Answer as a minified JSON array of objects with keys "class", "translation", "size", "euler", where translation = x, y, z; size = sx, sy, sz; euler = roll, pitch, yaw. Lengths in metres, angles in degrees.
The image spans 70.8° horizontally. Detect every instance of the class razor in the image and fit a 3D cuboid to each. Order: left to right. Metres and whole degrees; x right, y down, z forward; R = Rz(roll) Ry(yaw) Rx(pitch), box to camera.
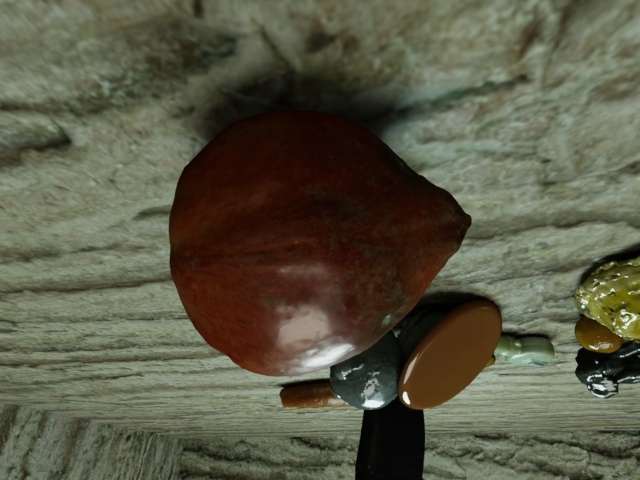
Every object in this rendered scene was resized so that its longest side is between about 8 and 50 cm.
[{"class":"razor","translation":[0.170,0.442,1.081],"size":[0.189,0.326,0.107],"euler":[22,151,-33]}]

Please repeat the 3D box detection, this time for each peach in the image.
[{"class":"peach","translation":[0.000,0.000,0.407],"size":[0.257,0.232,0.232],"euler":[-4,152,30]}]

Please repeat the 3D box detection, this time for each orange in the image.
[{"class":"orange","translation":[0.523,0.175,0.848],"size":[0.085,0.085,0.085],"euler":[1,150,0]}]

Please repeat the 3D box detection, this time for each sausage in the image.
[{"class":"sausage","translation":[-0.002,0.482,1.405],"size":[0.302,0.076,0.103],"euler":[-14,155,26]}]

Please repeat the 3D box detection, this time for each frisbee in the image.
[{"class":"frisbee","translation":[0.245,0.217,0.830],"size":[0.251,0.021,0.250],"euler":[-17,126,-24]}]

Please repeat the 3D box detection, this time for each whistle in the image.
[{"class":"whistle","translation":[0.422,0.238,0.979],"size":[0.198,0.057,0.104],"euler":[16,147,-27]}]

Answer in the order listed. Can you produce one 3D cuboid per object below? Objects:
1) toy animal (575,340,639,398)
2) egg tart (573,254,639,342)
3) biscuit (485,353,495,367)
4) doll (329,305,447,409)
[{"class":"toy animal","translation":[0.670,0.285,0.997],"size":[0.245,0.114,0.146],"euler":[19,145,-28]},{"class":"egg tart","translation":[0.539,0.092,0.684],"size":[0.279,0.095,0.279],"euler":[2,150,1]},{"class":"biscuit","translation":[0.331,0.292,1.107],"size":[0.188,0.027,0.188],"euler":[2,152,1]},{"class":"doll","translation":[0.163,0.219,0.897],"size":[0.341,0.158,0.245],"euler":[-20,145,-21]}]
